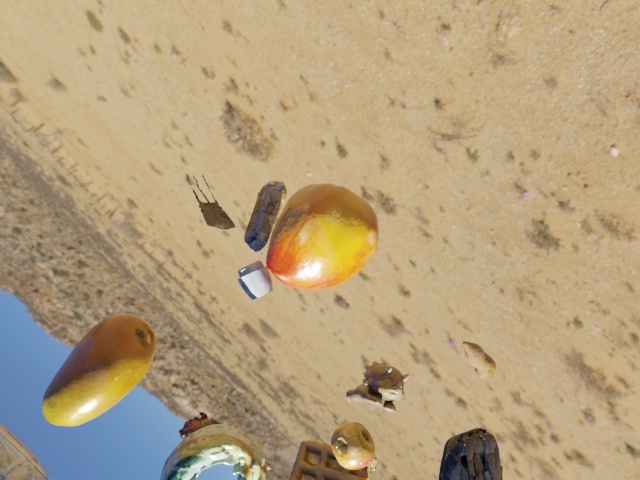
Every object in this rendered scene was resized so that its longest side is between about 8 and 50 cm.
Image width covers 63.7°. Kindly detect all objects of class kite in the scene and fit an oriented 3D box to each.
[{"bbox_3d":[-0.439,-0.152,2.016,0.152,0.015,0.285,4,-130,-55],"label":"kite"}]

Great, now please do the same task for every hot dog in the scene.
[{"bbox_3d":[-0.182,-0.081,1.688,0.069,0.252,0.131,28,161,-30],"label":"hot dog"}]

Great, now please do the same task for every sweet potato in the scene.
[{"bbox_3d":[0.426,0.320,1.367,0.065,0.051,0.218,-8,139,30],"label":"sweet potato"}]

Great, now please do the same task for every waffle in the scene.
[{"bbox_3d":[0.006,0.848,1.702,0.304,0.348,0.077,-2,141,35],"label":"waffle"}]

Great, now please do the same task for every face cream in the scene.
[{"bbox_3d":[-0.181,0.111,1.443,0.095,0.091,0.091,66,164,2],"label":"face cream"}]

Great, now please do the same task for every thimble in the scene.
[{"bbox_3d":[-0.270,0.620,1.329,0.254,0.288,0.167,53,169,-11],"label":"thimble"}]

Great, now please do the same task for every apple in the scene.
[{"bbox_3d":[0.099,0.651,1.628,0.146,0.146,0.146,43,163,17],"label":"apple"}]

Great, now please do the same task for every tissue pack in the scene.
[{"bbox_3d":[-0.721,0.574,1.196,0.242,0.160,0.338,46,145,9],"label":"tissue pack"}]

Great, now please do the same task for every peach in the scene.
[{"bbox_3d":[0.004,0.003,1.447,0.289,0.307,0.289,20,155,10],"label":"peach"}]

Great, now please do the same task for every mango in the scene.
[{"bbox_3d":[-0.439,0.262,1.030,0.139,0.254,0.176,43,157,-17],"label":"mango"}]

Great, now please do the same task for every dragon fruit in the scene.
[{"bbox_3d":[-0.434,0.736,1.971,0.236,0.135,0.137,-3,-139,-50],"label":"dragon fruit"}]

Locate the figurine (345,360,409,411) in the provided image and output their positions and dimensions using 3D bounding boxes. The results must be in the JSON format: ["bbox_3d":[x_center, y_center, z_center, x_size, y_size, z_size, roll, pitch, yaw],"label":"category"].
[{"bbox_3d":[0.226,0.553,1.975,0.177,0.172,0.247,22,157,-5],"label":"figurine"}]

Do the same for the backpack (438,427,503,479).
[{"bbox_3d":[0.410,0.631,1.399,0.133,0.206,0.258,6,100,61],"label":"backpack"}]
